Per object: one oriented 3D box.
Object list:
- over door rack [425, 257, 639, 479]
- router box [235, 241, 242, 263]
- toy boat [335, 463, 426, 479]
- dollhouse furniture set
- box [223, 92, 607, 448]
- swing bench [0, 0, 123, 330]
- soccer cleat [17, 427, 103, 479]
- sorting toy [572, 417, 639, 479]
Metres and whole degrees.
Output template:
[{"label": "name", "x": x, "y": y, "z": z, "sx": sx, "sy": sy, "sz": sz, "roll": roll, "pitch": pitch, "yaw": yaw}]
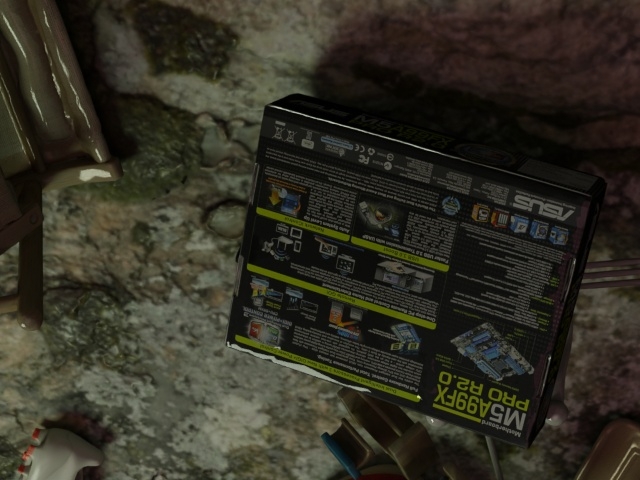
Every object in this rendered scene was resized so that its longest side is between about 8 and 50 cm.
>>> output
[{"label": "over door rack", "x": 0.225, "y": 0.154, "z": 1.183, "sx": 0.239, "sy": 0.108, "sz": 0.324, "roll": -6, "pitch": 120, "yaw": 33}, {"label": "router box", "x": 0.000, "y": 0.000, "z": 1.200, "sx": 0.092, "sy": 0.038, "sz": 0.122, "roll": 39, "pitch": 120, "yaw": -15}, {"label": "toy boat", "x": 0.072, "y": 0.339, "z": 1.335, "sx": 0.151, "sy": 0.151, "sz": 0.231, "roll": -26, "pitch": 115, "yaw": 22}, {"label": "dollhouse furniture set", "x": 0.064, "y": 0.240, "z": 1.243, "sx": 0.129, "sy": 0.183, "sz": 0.129, "roll": -39, "pitch": 147, "yaw": -8}, {"label": "box", "x": 0.068, "y": 0.021, "z": 1.104, "sx": 0.270, "sy": 0.060, "sz": 0.216, "roll": 17, "pitch": 112, "yaw": 18}, {"label": "swing bench", "x": -0.288, "y": -0.092, "z": 1.056, "sx": 0.165, "sy": 0.254, "sz": 0.253, "roll": -9, "pitch": 120, "yaw": 13}, {"label": "soccer cleat", "x": -0.282, "y": 0.271, "z": 1.397, "sx": 0.076, "sy": 0.068, "sz": 0.196, "roll": 23, "pitch": 119, "yaw": -10}, {"label": "sorting toy", "x": 0.327, "y": 0.283, "z": 1.304, "sx": 0.208, "sy": 0.038, "sz": 0.193, "roll": 31, "pitch": 124, "yaw": 15}]
